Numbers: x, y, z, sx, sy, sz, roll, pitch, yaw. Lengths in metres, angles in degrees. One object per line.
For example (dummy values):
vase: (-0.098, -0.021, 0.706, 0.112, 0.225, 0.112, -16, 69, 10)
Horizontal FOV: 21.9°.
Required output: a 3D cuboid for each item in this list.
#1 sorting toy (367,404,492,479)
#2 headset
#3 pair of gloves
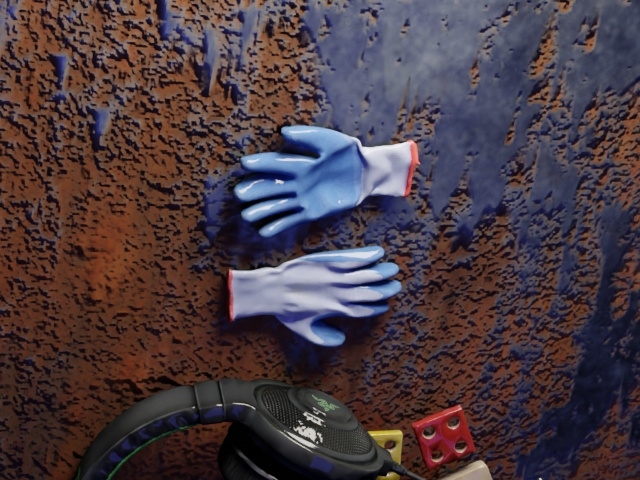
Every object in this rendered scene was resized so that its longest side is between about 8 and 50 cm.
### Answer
sorting toy: (0.100, 0.264, 1.484, 0.132, 0.046, 0.274, -24, 113, -5)
headset: (-0.007, 0.238, 1.338, 0.394, 0.185, 0.243, -4, 110, -8)
pair of gloves: (0.000, 0.000, 1.328, 0.159, 0.023, 0.198, -4, 116, -22)
